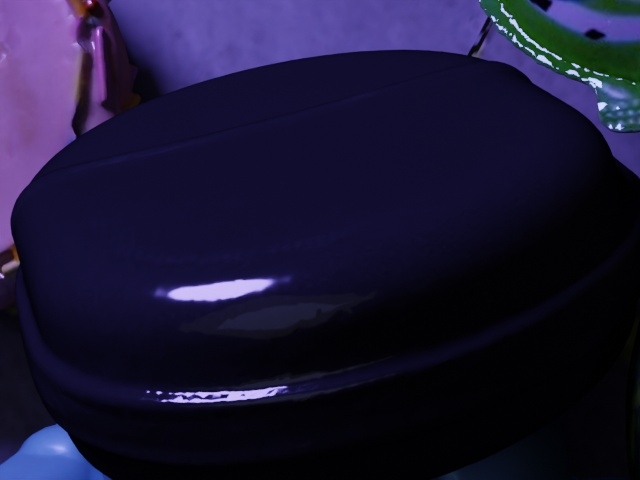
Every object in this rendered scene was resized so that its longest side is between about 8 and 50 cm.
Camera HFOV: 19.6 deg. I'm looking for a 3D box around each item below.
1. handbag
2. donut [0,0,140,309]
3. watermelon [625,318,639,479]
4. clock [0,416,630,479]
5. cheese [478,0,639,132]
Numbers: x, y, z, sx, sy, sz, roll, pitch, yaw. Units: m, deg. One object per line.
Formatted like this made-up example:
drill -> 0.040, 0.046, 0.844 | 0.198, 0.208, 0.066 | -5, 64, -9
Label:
handbag -> 0.000, -0.001, 0.754 | 0.253, 0.308, 0.093 | -18, 111, -8
donut -> -0.179, -0.067, 0.925 | 0.199, 0.085, 0.233 | 2, 85, 21
watermelon -> 0.252, 0.063, 0.653 | 0.285, 0.285, 0.285 | -2, 84, 20
clock -> 0.003, 0.113, 0.769 | 0.274, 0.223, 0.094 | -7, 99, 14
cheese -> 0.159, -0.180, 0.781 | 0.204, 0.083, 0.320 | -5, 58, 19
